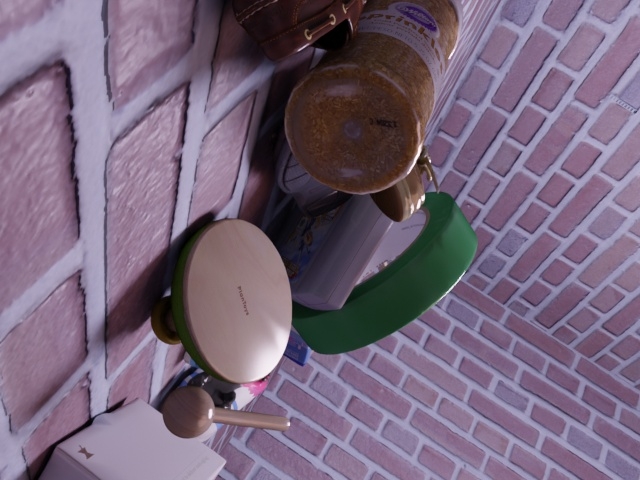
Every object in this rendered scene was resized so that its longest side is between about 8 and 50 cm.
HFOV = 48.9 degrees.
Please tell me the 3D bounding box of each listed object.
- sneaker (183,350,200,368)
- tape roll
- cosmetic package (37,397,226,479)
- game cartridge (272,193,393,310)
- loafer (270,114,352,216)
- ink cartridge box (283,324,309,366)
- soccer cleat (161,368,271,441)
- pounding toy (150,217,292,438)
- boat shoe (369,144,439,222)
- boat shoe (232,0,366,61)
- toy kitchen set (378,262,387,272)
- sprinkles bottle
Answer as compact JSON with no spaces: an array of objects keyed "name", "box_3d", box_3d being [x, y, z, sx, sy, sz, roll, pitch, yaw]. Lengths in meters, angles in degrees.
[{"name":"sneaker","box_3d":[-0.143,0.137,1.059,0.162,0.073,0.063,-61,172,29]},{"name":"tape roll","box_3d":[0.090,0.046,1.117,0.321,0.077,0.321,-33,-164,11]},{"name":"cosmetic package","box_3d":[-0.290,0.395,0.843,0.366,0.155,0.197,-58,171,12]},{"name":"game cartridge","box_3d":[0.000,0.000,1.076,0.198,0.062,0.297,-55,-160,-4]},{"name":"loafer","box_3d":[-0.017,-0.114,0.867,0.109,0.095,0.302,-27,165,-4]},{"name":"ink cartridge box","box_3d":[-0.021,0.115,1.544,0.270,0.151,0.395,-56,175,-16]},{"name":"soccer cleat","box_3d":[-0.195,0.270,1.238,0.143,0.116,0.331,-43,174,11]},{"name":"pounding toy","box_3d":[-0.127,0.098,0.794,0.183,0.110,0.237,19,66,-54]},{"name":"boat shoe","box_3d":[0.087,-0.132,0.862,0.285,0.089,0.105,-104,-176,-48]},{"name":"boat shoe","box_3d":[-0.004,-0.180,0.549,0.073,0.073,0.207,-23,-170,32]},{"name":"toy kitchen set","box_3d":[0.102,0.068,1.448,0.083,0.075,0.068,-20,178,14]},{"name":"sprinkles bottle","box_3d":[0.070,-0.179,0.714,0.121,0.121,0.355,-62,-179,36]}]
